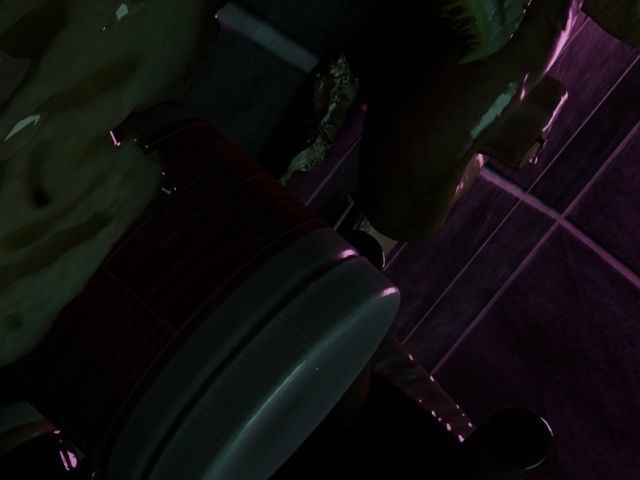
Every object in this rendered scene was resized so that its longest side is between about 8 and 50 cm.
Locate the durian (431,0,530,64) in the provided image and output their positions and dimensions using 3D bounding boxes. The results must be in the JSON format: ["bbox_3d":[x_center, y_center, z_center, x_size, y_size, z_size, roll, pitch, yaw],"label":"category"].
[{"bbox_3d":[0.113,-0.236,1.008,0.252,0.139,0.144,-54,171,17],"label":"durian"}]

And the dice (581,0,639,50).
[{"bbox_3d":[0.324,-0.279,1.538,0.169,0.166,0.169,-35,161,-48],"label":"dice"}]

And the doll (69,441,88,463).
[{"bbox_3d":[-0.175,0.136,1.245,0.179,0.102,0.089,-60,-153,26],"label":"doll"}]

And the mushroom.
[{"bbox_3d":[0.122,-0.118,1.374,0.278,0.146,0.278,-57,175,-8],"label":"mushroom"}]

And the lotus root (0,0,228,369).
[{"bbox_3d":[-0.205,0.001,0.689,0.375,0.111,0.390,-37,166,-40],"label":"lotus root"}]

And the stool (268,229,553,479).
[{"bbox_3d":[0.017,0.193,1.518,0.310,0.310,0.226,-34,159,-22],"label":"stool"}]

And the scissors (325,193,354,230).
[{"bbox_3d":[0.000,0.000,1.593,0.119,0.014,0.058,-55,171,35],"label":"scissors"}]

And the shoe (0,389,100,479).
[{"bbox_3d":[-0.246,0.239,1.164,0.291,0.137,0.114,-50,167,4],"label":"shoe"}]

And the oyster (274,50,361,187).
[{"bbox_3d":[-0.003,-0.089,1.287,0.132,0.029,0.086,-58,171,21],"label":"oyster"}]

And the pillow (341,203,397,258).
[{"bbox_3d":[0.064,-0.026,1.661,0.230,0.050,0.148,-51,163,21],"label":"pillow"}]

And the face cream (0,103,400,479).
[{"bbox_3d":[-0.084,0.046,1.035,0.201,0.187,0.201,-47,167,-14],"label":"face cream"}]
